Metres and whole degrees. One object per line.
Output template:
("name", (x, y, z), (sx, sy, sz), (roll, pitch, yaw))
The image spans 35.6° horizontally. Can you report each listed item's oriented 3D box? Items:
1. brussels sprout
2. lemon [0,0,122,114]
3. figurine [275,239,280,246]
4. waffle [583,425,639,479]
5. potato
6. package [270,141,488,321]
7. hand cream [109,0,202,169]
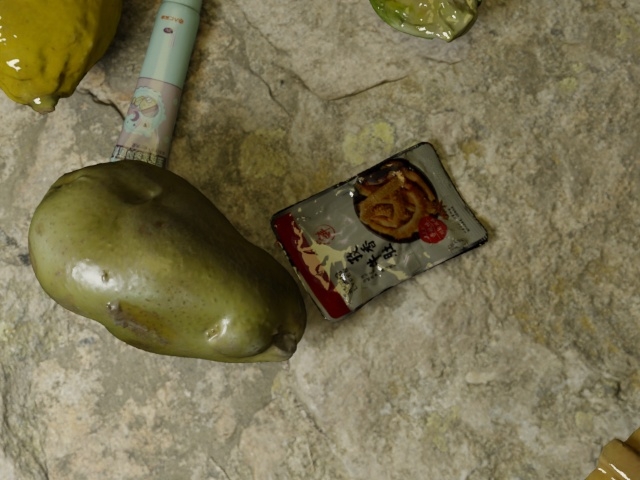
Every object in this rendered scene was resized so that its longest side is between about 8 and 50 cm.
("brussels sprout", (0.134, -0.325, 1.279), (0.139, 0.100, 0.181), (-35, 76, 9))
("lemon", (-0.380, -0.343, 1.266), (0.285, 0.285, 0.316), (-16, 118, 4))
("figurine", (0.000, 0.000, 1.247), (0.106, 0.047, 0.060), (25, 103, 4))
("waffle", (0.414, 0.320, 1.043), (0.348, 0.077, 0.304), (-44, 52, -5))
("potato", (-0.175, 0.035, 1.174), (0.351, 0.218, 0.202), (29, 81, 10))
("package", (0.074, -0.013, 1.221), (0.239, 0.030, 0.154), (-28, 78, -14))
("hand cream", (-0.216, -0.188, 1.319), (0.085, 0.058, 0.331), (15, 84, -6))
